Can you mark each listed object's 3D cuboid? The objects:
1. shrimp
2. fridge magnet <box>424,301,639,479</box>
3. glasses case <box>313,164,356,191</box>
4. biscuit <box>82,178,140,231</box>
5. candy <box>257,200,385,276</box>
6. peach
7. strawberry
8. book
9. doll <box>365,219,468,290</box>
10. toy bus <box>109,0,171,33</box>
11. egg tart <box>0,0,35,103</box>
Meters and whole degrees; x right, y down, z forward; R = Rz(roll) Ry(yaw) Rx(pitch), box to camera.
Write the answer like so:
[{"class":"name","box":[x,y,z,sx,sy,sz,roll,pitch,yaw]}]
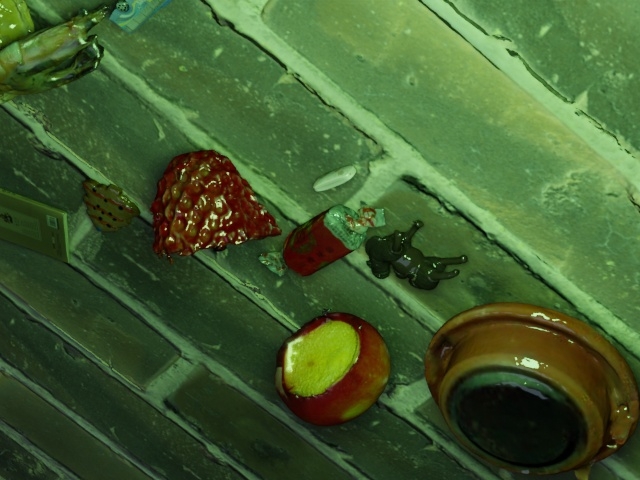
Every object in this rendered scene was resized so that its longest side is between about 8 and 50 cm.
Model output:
[{"class":"shrimp","box":[-0.422,-0.294,1.842,0.254,0.059,0.145,-23,153,14]},{"class":"fridge magnet","box":[0.343,0.253,1.877,0.364,0.155,0.363,15,133,17]},{"class":"glasses case","box":[0.022,-0.100,1.824,0.083,0.032,0.021,-18,115,40]},{"class":"biscuit","box":[-0.395,-0.057,2.104,0.119,0.019,0.130,30,137,2]},{"class":"candy","box":[0.000,0.001,1.909,0.086,0.059,0.292,44,136,-15]},{"class":"peach","box":[0.021,0.224,2.006,0.196,0.190,0.226,32,144,13]},{"class":"strawberry","box":[-0.181,-0.063,1.900,0.234,0.234,0.177,-6,94,33]},{"class":"book","box":[-0.583,-0.036,2.229,0.199,0.016,0.138,19,136,12]},{"class":"doll","box":[0.142,0.033,1.865,0.139,0.057,0.165,37,145,-9]},{"class":"toy bus","box":[-0.263,-0.375,1.722,0.061,0.051,0.153,37,138,-24]},{"class":"egg tart","box":[-0.627,-0.351,1.884,0.341,0.132,0.341,15,133,17]}]
